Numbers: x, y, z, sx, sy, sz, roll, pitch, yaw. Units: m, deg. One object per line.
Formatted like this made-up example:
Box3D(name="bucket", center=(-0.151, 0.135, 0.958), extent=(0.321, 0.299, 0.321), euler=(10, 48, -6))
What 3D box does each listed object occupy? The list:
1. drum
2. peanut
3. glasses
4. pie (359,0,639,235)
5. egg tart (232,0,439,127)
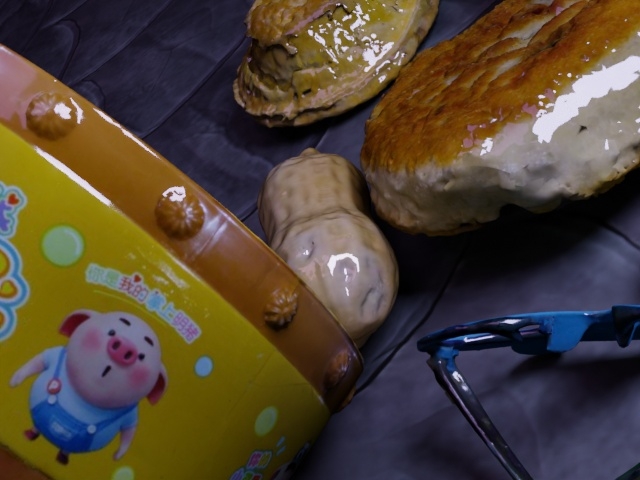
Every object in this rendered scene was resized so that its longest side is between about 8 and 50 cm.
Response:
Box3D(name="drum", center=(-0.195, 0.052, 0.808), extent=(0.214, 0.431, 0.431), euler=(-53, 32, -14))
Box3D(name="peanut", center=(0.000, 0.000, 0.953), extent=(0.263, 0.101, 0.117), euler=(-105, 25, -58))
Box3D(name="glasses", center=(0.143, 0.106, 0.671), extent=(0.239, 0.102, 0.207), euler=(-11, 43, 41))
Box3D(name="pie", center=(0.164, -0.122, 0.915), extent=(0.315, 0.092, 0.315), euler=(-26, 23, 12))
Box3D(name="egg tart", center=(0.005, -0.216, 1.231), extent=(0.241, 0.106, 0.241), euler=(-25, 37, 20))
